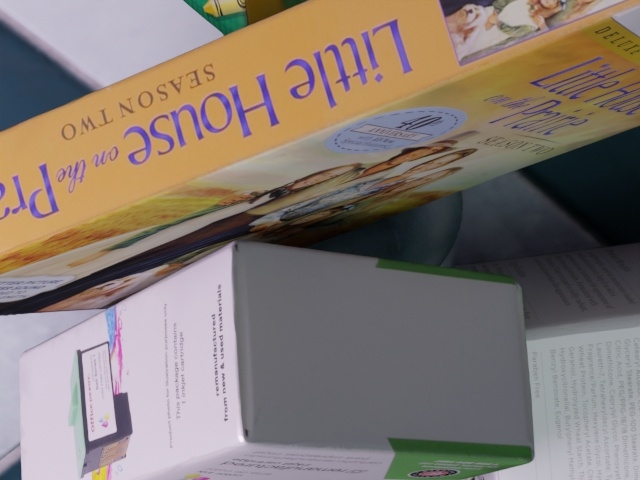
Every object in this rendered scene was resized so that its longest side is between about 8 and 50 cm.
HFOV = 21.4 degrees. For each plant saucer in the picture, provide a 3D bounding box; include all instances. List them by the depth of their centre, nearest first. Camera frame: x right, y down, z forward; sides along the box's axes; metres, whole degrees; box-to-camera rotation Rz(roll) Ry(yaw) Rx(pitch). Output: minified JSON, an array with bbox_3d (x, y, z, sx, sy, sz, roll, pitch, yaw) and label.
[{"bbox_3d":[0.000,0.000,1.101,0.195,0.037,0.195,-4,133,-5],"label":"plant saucer"}]

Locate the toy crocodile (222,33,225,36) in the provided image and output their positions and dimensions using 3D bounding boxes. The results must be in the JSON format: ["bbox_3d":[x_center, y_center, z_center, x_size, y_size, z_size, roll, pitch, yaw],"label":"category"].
[{"bbox_3d":[-0.046,-0.197,0.874,0.115,0.105,0.340,-38,130,-7],"label":"toy crocodile"}]

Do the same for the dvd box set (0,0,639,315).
[{"bbox_3d":[0.002,-0.051,0.867,0.420,0.062,0.307,-20,172,21],"label":"dvd box set"}]

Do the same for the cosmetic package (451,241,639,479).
[{"bbox_3d":[0.191,0.095,1.112,0.183,0.151,0.151,-7,107,-2],"label":"cosmetic package"}]

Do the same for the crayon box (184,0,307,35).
[{"bbox_3d":[0.059,-0.217,0.803,0.278,0.081,0.165,-21,126,-19],"label":"crayon box"}]

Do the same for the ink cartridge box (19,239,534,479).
[{"bbox_3d":[-0.037,0.099,1.033,0.201,0.117,0.278,8,160,-33],"label":"ink cartridge box"}]

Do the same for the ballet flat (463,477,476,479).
[{"bbox_3d":[0.042,0.204,1.261,0.247,0.087,0.083,-36,128,22],"label":"ballet flat"}]
